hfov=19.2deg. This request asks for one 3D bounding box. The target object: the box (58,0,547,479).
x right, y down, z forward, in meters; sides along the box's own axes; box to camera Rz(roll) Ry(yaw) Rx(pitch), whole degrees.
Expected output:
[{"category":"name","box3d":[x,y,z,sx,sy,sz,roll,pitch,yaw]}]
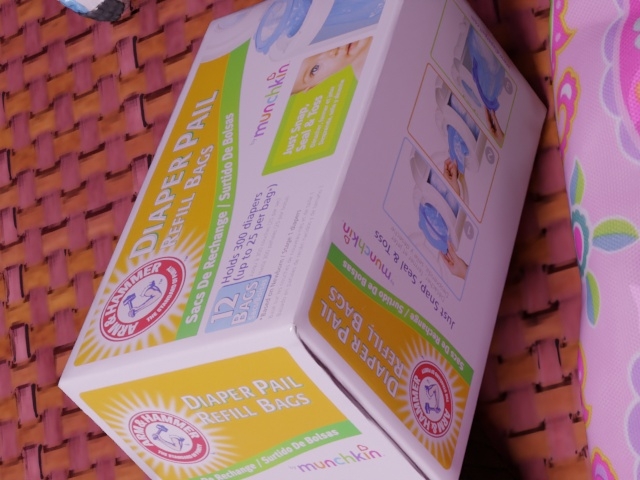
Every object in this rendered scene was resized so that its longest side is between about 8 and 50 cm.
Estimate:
[{"category":"box","box3d":[0.000,0.000,0.729,0.114,0.103,0.203,-16,40,34]}]

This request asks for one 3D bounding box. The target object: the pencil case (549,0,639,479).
[{"category":"pencil case","box3d":[0.145,-0.011,0.677,0.124,0.124,0.284,-14,74,35]}]

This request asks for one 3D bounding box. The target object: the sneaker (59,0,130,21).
[{"category":"sneaker","box3d":[-0.122,-0.198,0.933,0.083,0.071,0.190,-30,66,24]}]

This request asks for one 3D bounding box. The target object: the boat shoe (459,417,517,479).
[{"category":"boat shoe","box3d":[0.056,0.147,0.739,0.073,0.080,0.223,-38,67,21]}]
